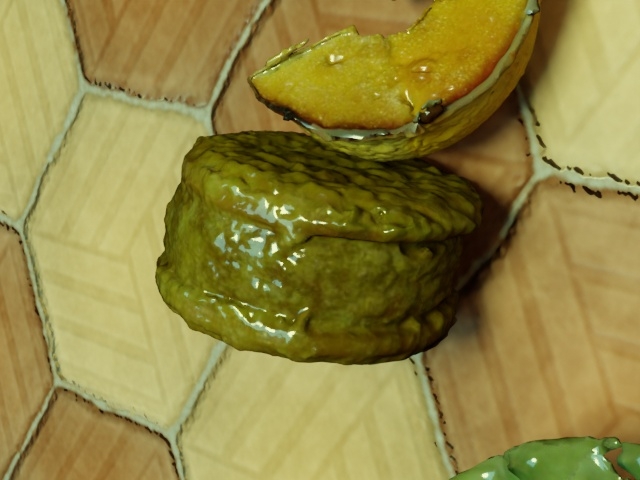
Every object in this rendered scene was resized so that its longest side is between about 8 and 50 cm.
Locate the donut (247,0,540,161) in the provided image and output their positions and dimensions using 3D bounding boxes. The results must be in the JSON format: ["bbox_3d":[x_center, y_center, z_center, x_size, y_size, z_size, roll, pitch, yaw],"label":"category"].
[{"bbox_3d":[0.056,-0.119,0.674,0.146,0.078,0.181,17,71,25],"label":"donut"}]

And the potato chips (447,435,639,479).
[{"bbox_3d":[0.177,0.298,0.558,0.389,0.097,0.373,38,135,40],"label":"potato chips"}]

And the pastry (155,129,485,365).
[{"bbox_3d":[0.000,0.000,0.696,0.188,0.188,0.103,23,111,38],"label":"pastry"}]
